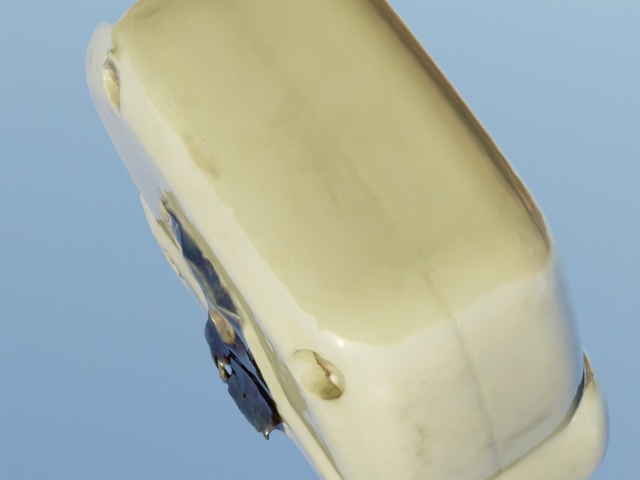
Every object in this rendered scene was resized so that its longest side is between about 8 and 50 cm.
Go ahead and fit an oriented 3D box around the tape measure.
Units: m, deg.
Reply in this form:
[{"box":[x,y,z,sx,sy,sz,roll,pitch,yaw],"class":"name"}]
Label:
[{"box":[0.000,0.000,0.808,0.130,0.265,0.258,-31,-124,-6],"class":"tape measure"}]
